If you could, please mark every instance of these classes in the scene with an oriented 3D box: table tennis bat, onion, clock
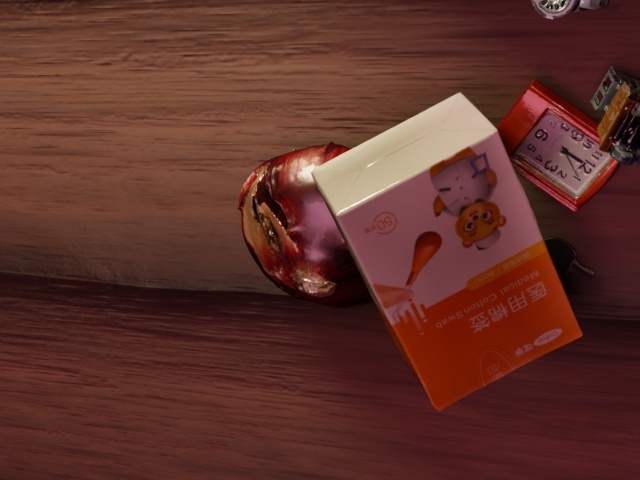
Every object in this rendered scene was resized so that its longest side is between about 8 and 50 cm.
[{"bbox_3d":[0.331,0.027,1.601,0.083,0.007,0.050,29,122,11],"label":"table tennis bat"},{"bbox_3d":[0.000,0.000,1.629,0.272,0.195,0.272,13,131,15],"label":"onion"},{"bbox_3d":[0.304,-0.123,1.513,0.155,0.061,0.113,36,125,1],"label":"clock"}]

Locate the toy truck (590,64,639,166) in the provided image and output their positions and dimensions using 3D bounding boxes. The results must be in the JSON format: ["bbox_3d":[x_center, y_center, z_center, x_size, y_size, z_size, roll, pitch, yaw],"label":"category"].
[{"bbox_3d":[0.422,-0.133,1.427,0.177,0.115,0.080,18,122,-11],"label":"toy truck"}]

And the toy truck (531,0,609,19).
[{"bbox_3d":[0.223,-0.374,1.389,0.338,0.133,0.184,19,111,18],"label":"toy truck"}]

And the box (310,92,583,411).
[{"bbox_3d":[0.164,0.021,1.500,0.225,0.143,0.341,-28,120,1],"label":"box"}]
